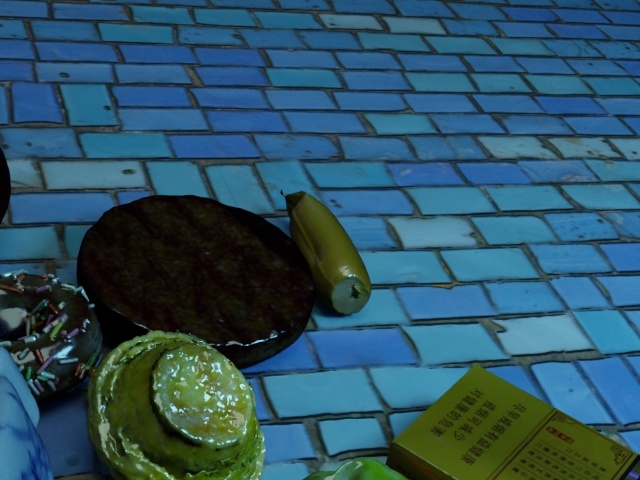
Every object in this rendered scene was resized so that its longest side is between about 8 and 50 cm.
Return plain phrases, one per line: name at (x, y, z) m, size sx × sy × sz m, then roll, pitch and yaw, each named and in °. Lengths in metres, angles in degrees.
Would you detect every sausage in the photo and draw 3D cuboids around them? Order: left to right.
sausage at (0.000, 0.004, 2.100) m, size 0.112 × 0.112 × 0.328 m, roll -3°, pitch 37°, yaw -23°

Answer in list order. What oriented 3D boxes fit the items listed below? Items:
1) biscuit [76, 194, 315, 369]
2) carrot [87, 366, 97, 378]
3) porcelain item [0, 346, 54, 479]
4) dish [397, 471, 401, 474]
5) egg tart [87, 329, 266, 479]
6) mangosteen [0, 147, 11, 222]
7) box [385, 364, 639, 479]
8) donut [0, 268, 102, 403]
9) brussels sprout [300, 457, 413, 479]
biscuit at (-0.211, 0.072, 1.949) m, size 0.407 × 0.091 × 0.407 m, roll 11°, pitch 36°, yaw -8°
carrot at (-0.230, 0.225, 1.724) m, size 0.247 × 0.043 × 0.043 m, roll 15°, pitch 32°, yaw -18°
porcelain item at (-0.426, 0.314, 1.386) m, size 0.178 × 0.243 × 0.405 m, roll -16°, pitch 35°, yaw 2°
dish at (0.075, 0.411, 1.561) m, size 0.148 × 0.080 × 0.208 m, roll 17°, pitch 35°, yaw 12°
egg tart at (-0.187, 0.243, 1.611) m, size 0.294 × 0.123 × 0.294 m, roll 19°, pitch 48°, yaw -23°
mangosteen at (-0.663, -0.105, 1.873) m, size 0.297 × 0.293 × 0.297 m, roll -9°, pitch 22°, yaw 3°
box at (0.327, 0.371, 1.660) m, size 0.415 × 0.116 × 0.264 m, roll 28°, pitch 36°, yaw 25°
donut at (-0.461, 0.143, 1.734) m, size 0.269 × 0.103 × 0.270 m, roll 4°, pitch 32°, yaw -3°
brussels sprout at (0.106, 0.460, 1.269) m, size 0.360 × 0.343 × 0.425 m, roll 5°, pitch 37°, yaw -17°
